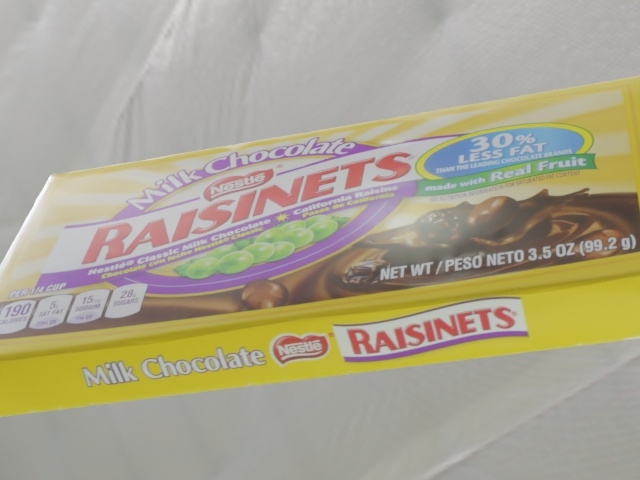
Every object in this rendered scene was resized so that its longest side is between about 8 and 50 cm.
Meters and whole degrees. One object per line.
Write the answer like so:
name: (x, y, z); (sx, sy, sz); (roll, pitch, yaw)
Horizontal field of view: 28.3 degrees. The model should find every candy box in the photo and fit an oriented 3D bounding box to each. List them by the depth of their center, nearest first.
candy box: (0.000, 0.000, 0.379); (0.105, 0.205, 0.027); (-77, 154, -56)
